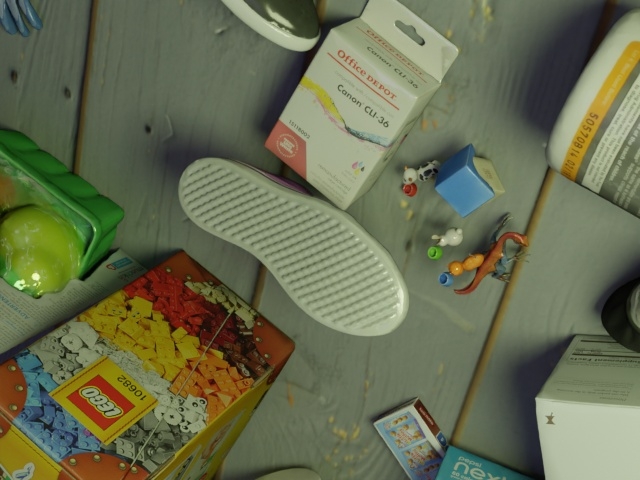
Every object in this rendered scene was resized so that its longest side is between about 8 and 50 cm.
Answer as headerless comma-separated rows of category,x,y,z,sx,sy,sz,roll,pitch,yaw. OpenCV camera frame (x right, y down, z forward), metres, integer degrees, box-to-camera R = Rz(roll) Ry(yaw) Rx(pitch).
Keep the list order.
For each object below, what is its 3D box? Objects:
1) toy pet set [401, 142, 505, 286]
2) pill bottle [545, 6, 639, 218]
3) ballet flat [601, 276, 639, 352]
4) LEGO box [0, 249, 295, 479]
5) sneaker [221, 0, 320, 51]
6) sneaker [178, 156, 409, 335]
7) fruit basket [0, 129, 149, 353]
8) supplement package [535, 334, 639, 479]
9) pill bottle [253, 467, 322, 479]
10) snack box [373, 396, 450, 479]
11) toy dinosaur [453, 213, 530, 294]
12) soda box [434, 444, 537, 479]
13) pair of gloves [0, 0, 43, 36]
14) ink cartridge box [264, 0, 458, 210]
toy pet set,0.125,-0.033,1.094,0.114,0.065,0.122,-36,64,33
pill bottle,0.345,-0.066,0.918,0.278,0.162,0.162,33,124,15
ballet flat,0.354,0.066,0.964,0.280,0.095,0.096,18,155,51
LEGO box,-0.288,0.304,1.320,0.193,0.372,0.500,39,124,10
sneaker,-0.058,-0.335,1.066,0.147,0.105,0.295,-30,90,41
sneaker,0.000,-0.001,1.149,0.282,0.161,0.102,38,103,24
fruit basket,-0.414,0.004,1.272,0.327,0.353,0.165,36,123,11
supplement package,0.361,0.216,1.045,0.262,0.145,0.204,0,111,30
pill bottle,-0.019,0.438,1.353,0.161,0.161,0.283,-11,105,33
snack box,0.136,0.270,1.274,0.064,0.022,0.178,-32,93,35
toy dinosaur,0.181,0.020,1.109,0.047,0.090,0.082,38,167,16
soda box,0.222,0.305,1.194,0.210,0.071,0.067,20,120,13
pair of gloves,-0.420,-0.316,1.338,0.198,0.023,0.159,-7,106,31
ink cartridge box,0.040,-0.144,1.119,0.115,0.067,0.198,39,125,9
